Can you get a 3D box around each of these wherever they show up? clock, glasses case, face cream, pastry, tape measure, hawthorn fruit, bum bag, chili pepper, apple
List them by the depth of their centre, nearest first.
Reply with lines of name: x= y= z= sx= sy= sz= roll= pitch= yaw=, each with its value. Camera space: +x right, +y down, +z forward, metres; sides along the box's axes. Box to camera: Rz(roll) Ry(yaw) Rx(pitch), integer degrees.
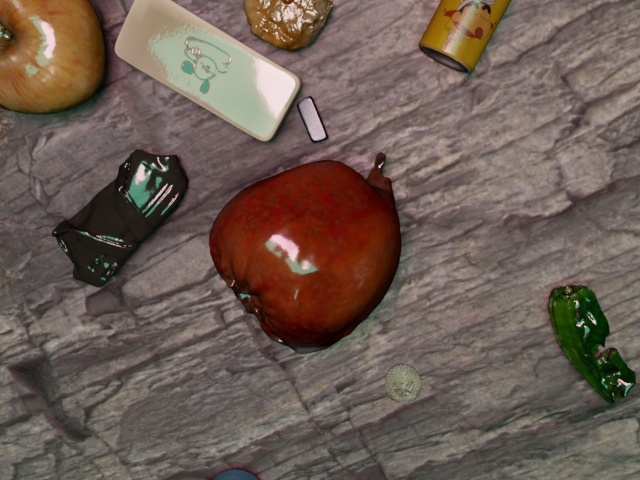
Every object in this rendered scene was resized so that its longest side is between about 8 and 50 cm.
face cream: x=0.287 y=-0.454 z=0.842 sx=0.105 sy=0.105 sz=0.348 roll=27 pitch=103 yaw=-3
apple: x=-0.482 y=-0.331 z=0.867 sx=0.261 sy=0.194 sz=0.260 roll=1 pitch=100 yaw=4
pastry: x=-0.057 y=-0.400 z=0.886 sx=0.153 sy=0.081 sz=0.153 roll=4 pitch=107 yaw=12
hawthorn fruit: x=-0.015 y=0.017 z=0.888 sx=0.308 sy=0.325 sz=0.308 roll=22 pitch=126 yaw=35
glasses case: x=-0.193 y=-0.304 z=0.920 sx=0.313 sy=0.070 sz=0.131 roll=31 pitch=103 yaw=-4
glasses case: x=-0.015 y=-0.219 z=0.953 sx=0.034 sy=0.023 sz=0.083 roll=-21 pitch=99 yaw=13
bum bag: x=-0.383 y=-0.047 z=0.985 sx=0.142 sy=0.079 sz=0.326 roll=43 pitch=101 yaw=-10
chili pepper: x=0.512 y=0.198 z=0.993 sx=0.099 sy=0.083 sz=0.253 roll=-33 pitch=103 yaw=0
clock: x=0.168 y=0.291 z=1.066 sx=0.074 sy=0.010 sz=0.083 roll=-5 pitch=102 yaw=5
tape measure: x=-0.183 y=0.555 z=1.110 sx=0.146 sy=0.081 sz=0.125 roll=-23 pitch=104 yaw=7
